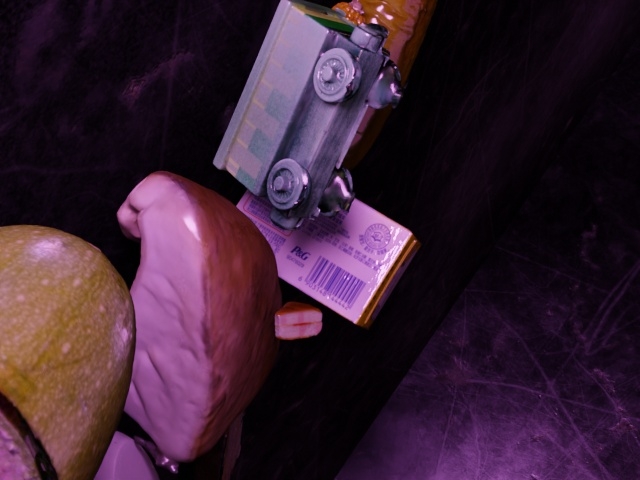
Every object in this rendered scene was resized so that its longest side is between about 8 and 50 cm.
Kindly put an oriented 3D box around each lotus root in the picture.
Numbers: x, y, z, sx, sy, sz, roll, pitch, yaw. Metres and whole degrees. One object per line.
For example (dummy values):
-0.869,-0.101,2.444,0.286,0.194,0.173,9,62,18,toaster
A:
-0.197,0.375,2.166,0.329,0.078,0.167,100,5,-45,lotus root

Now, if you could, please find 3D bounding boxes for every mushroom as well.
-0.143,0.056,1.534,0.313,0.224,0.397,-38,153,-42,mushroom

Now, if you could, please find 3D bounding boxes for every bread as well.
0.082,-0.270,1.777,0.384,0.112,0.166,-63,161,13,bread
-0.028,0.111,1.599,0.109,0.062,0.043,-50,143,-82,bread

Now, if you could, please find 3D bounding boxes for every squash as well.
-0.325,0.128,1.149,0.309,0.310,0.310,-58,169,-56,squash

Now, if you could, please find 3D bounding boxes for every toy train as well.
-0.016,-0.171,1.545,0.120,0.202,0.301,5,118,-44,toy train

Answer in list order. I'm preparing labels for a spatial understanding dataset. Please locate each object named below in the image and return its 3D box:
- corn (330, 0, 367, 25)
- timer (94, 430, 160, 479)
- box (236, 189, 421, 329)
0.006,-0.254,1.675,0.207,0.068,0.068,-62,162,8,corn
-0.360,0.399,1.548,0.285,0.285,0.285,-50,160,-25,timer
0.000,0.000,1.756,0.168,0.265,0.097,-59,164,-4,box
